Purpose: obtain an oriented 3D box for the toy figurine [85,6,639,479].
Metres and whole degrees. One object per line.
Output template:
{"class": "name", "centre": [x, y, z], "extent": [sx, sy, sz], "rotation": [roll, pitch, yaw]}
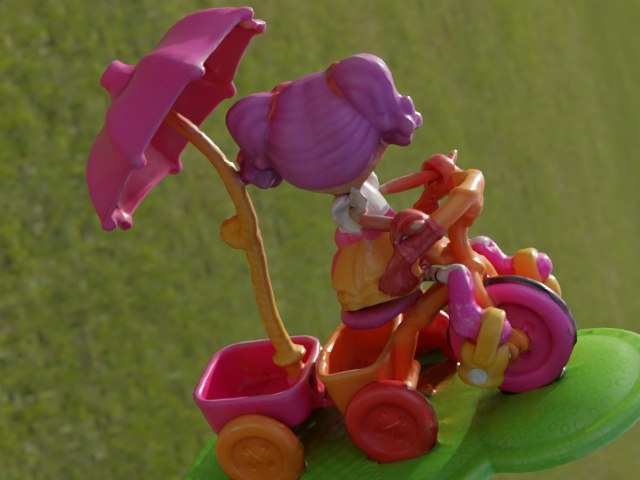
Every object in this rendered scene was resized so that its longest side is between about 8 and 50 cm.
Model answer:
{"class": "toy figurine", "centre": [0.000, 0.000, 0.602], "extent": [0.159, 0.173, 0.130], "rotation": [65, 27, -23]}
